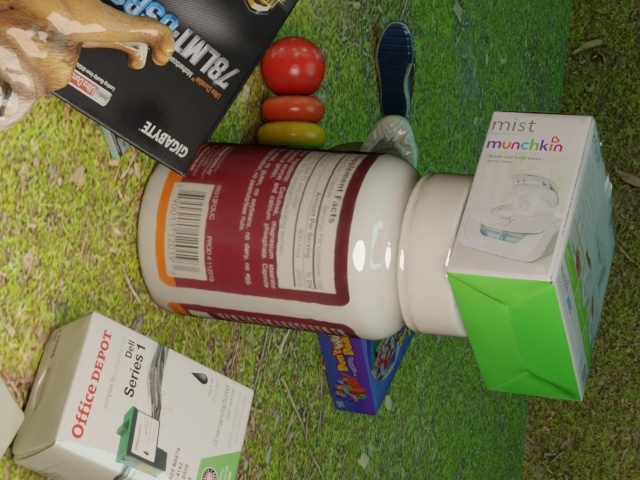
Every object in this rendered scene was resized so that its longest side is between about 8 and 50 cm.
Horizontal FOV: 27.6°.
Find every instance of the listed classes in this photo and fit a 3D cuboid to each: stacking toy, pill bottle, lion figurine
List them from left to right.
[{"bbox_3d":[-0.237,-0.278,1.159,0.240,0.142,0.392,10,94,-28],"label":"lion figurine"},{"bbox_3d":[-0.037,-0.118,1.804,0.141,0.141,0.330,2,90,-67],"label":"stacking toy"},{"bbox_3d":[0.000,0.000,1.568,0.224,0.392,0.224,6,90,-68],"label":"pill bottle"}]

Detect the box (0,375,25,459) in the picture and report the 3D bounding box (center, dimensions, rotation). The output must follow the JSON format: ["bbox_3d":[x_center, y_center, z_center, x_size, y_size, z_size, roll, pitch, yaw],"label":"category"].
[{"bbox_3d":[-0.362,0.102,1.118,0.275,0.094,0.113,75,31,-41],"label":"box"}]

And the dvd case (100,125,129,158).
[{"bbox_3d":[-0.220,-0.164,1.496,0.119,0.013,0.087,-60,147,-41],"label":"dvd case"}]

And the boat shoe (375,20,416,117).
[{"bbox_3d":[0.132,-0.301,2.246,0.066,0.066,0.183,-61,158,-53],"label":"boat shoe"}]

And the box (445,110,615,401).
[{"bbox_3d":[0.255,0.019,1.507,0.262,0.126,0.231,64,38,-51],"label":"box"}]

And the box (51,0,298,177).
[{"bbox_3d":[-0.160,-0.248,1.389,0.293,0.073,0.295,-59,149,-2],"label":"box"}]

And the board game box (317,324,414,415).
[{"bbox_3d":[0.100,0.093,2.234,0.347,0.078,0.233,-59,147,-46],"label":"board game box"}]

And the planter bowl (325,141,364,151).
[{"bbox_3d":[0.028,-0.074,1.981,0.162,0.109,0.162,6,90,-67],"label":"planter bowl"}]

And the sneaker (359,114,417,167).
[{"bbox_3d":[0.106,-0.094,1.933,0.115,0.090,0.232,-64,160,-52],"label":"sneaker"}]

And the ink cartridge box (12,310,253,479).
[{"bbox_3d":[-0.195,0.196,1.389,0.219,0.092,0.160,30,54,-29],"label":"ink cartridge box"}]
